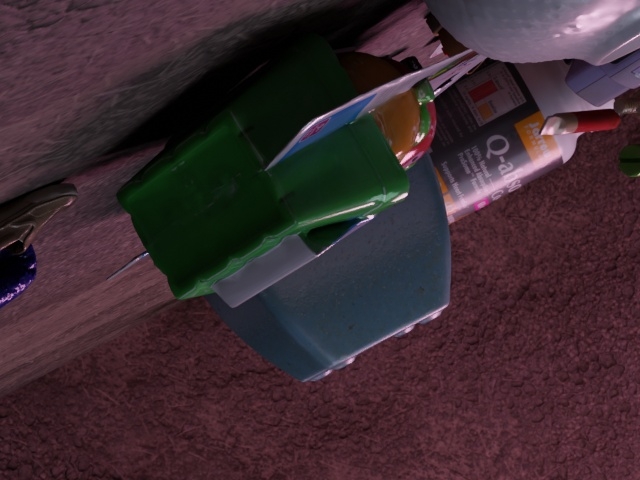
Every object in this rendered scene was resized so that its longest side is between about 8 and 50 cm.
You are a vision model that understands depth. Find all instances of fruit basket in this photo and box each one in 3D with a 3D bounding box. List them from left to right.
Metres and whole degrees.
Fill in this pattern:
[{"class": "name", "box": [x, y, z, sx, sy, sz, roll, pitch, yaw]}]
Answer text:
[{"class": "fruit basket", "box": [0.021, -0.077, 1.664, 0.353, 0.165, 0.327, -22, 173, -42]}]

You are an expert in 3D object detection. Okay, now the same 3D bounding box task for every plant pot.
[{"class": "plant pot", "box": [0.000, 0.000, 1.998, 0.247, 0.252, 0.248, -28, 177, -16]}]

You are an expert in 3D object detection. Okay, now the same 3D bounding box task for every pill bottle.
[{"class": "pill bottle", "box": [0.207, -0.138, 2.348, 0.278, 0.162, 0.162, -28, 177, 4]}]

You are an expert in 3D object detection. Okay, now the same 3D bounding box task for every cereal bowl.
[{"class": "cereal bowl", "box": [0.243, -0.230, 1.473, 0.339, 0.141, 0.339, -28, 177, -1]}]

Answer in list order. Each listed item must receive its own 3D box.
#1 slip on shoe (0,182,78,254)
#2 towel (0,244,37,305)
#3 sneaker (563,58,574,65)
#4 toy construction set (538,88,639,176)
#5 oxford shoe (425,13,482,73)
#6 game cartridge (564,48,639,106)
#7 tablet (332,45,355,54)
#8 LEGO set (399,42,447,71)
[{"class": "slip on shoe", "box": [-0.254, -0.008, 1.612, 0.135, 0.041, 0.051, -25, 175, -41]}, {"class": "towel", "box": [-0.413, 0.098, 1.748, 0.308, 0.076, 0.227, -31, -178, 37]}, {"class": "sneaker", "box": [0.337, -0.264, 2.191, 0.227, 0.087, 0.130, -23, 176, -29]}, {"class": "toy construction set", "box": [0.343, -0.178, 1.981, 0.237, 0.257, 0.309, -9, 157, -48]}, {"class": "oxford shoe", "box": [0.193, -0.220, 1.764, 0.212, 0.076, 0.076, -34, 172, 41]}, {"class": "game cartridge", "box": [0.368, -0.270, 1.731, 0.355, 0.068, 0.230, -33, -160, 53]}, {"class": "tablet", "box": [-0.011, -0.150, 1.743, 0.083, 0.006, 0.054, -29, 177, 26]}, {"class": "LEGO set", "box": [0.193, -0.219, 1.946, 0.244, 0.060, 0.182, -27, 173, -18]}]
